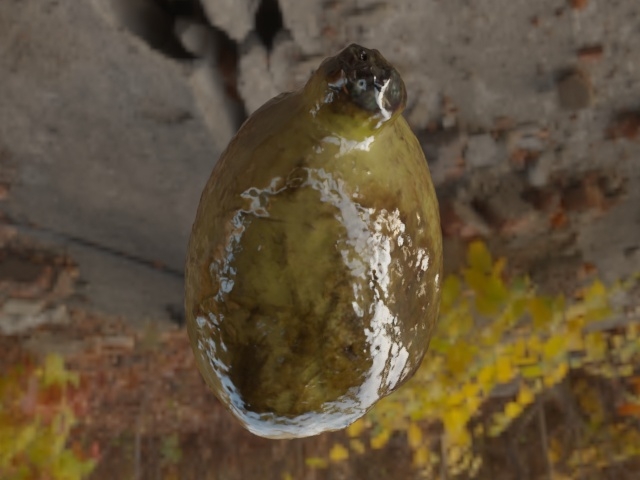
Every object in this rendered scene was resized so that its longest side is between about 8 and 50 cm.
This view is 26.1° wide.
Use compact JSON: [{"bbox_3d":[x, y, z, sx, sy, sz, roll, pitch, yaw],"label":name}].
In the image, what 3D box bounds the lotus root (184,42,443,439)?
[{"bbox_3d":[0.000,0.000,0.664,0.138,0.138,0.214,3,121,-13],"label":"lotus root"}]
